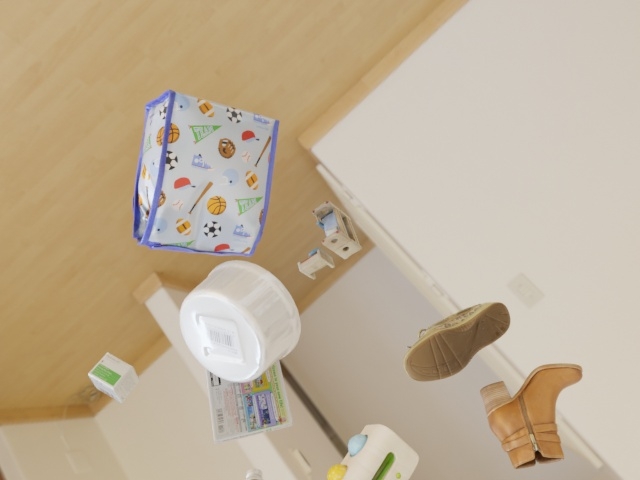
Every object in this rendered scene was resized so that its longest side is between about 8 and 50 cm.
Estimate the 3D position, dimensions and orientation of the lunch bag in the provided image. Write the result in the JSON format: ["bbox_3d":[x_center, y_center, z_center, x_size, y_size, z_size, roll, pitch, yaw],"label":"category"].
[{"bbox_3d":[-0.312,-0.156,1.467,0.327,0.386,0.239,7,176,-33],"label":"lunch bag"}]

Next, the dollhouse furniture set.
[{"bbox_3d":[0.000,0.000,1.655,0.183,0.129,0.129,-33,140,19],"label":"dollhouse furniture set"}]

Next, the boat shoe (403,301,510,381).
[{"bbox_3d":[0.294,0.223,1.229,0.285,0.105,0.089,-22,-172,-21],"label":"boat shoe"}]

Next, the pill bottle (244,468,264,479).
[{"bbox_3d":[-0.200,0.753,1.652,0.067,0.120,0.067,-2,127,-3],"label":"pill bottle"}]

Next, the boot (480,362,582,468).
[{"bbox_3d":[0.575,0.446,1.412,0.283,0.220,0.109,-15,137,0],"label":"boot"}]

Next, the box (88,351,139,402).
[{"bbox_3d":[-0.617,0.411,1.651,0.087,0.101,0.102,-54,160,-36],"label":"box"}]

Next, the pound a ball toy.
[{"bbox_3d":[0.043,0.559,1.194,0.319,0.136,0.208,-48,-178,-27],"label":"pound a ball toy"}]

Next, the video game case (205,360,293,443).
[{"bbox_3d":[-0.185,0.392,1.401,0.193,0.212,0.023,-11,138,-9],"label":"video game case"}]

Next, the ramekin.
[{"bbox_3d":[-0.198,0.197,1.297,0.135,0.277,0.277,-40,166,-53],"label":"ramekin"}]
